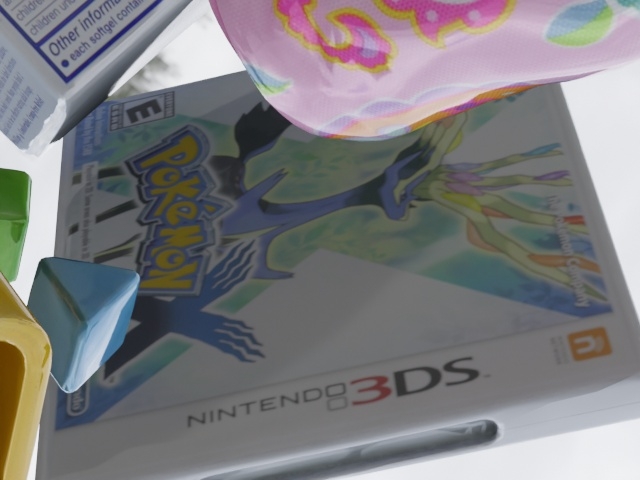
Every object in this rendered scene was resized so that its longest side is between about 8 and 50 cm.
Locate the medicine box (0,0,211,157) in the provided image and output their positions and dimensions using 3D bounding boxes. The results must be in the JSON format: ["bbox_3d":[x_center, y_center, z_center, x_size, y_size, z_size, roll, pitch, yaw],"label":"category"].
[{"bbox_3d":[-0.157,-0.245,0.925,0.263,0.289,0.149,-45,-175,-20],"label":"medicine box"}]

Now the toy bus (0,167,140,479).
[{"bbox_3d":[-0.151,-0.003,0.420,0.191,0.202,0.104,-76,-175,-54],"label":"toy bus"}]

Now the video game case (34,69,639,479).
[{"bbox_3d":[0.000,0.000,0.898,0.300,0.036,0.329,-12,-142,5],"label":"video game case"}]

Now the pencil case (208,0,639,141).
[{"bbox_3d":[0.109,-0.106,0.455,0.284,0.124,0.124,-10,-133,29],"label":"pencil case"}]
